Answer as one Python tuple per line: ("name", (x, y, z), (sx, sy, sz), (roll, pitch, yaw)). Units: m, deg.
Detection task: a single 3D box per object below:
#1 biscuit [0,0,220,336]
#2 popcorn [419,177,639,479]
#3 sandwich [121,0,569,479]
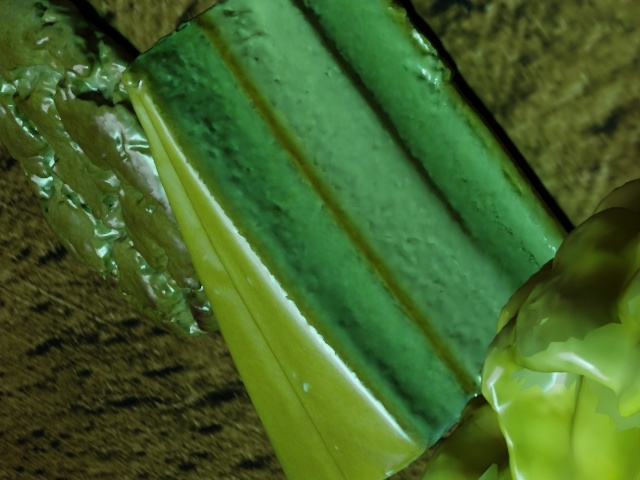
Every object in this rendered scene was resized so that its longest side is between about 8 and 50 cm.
("biscuit", (-0.119, -0.038, 1.009), (0.226, 0.042, 0.226), (42, 156, 23))
("popcorn", (0.136, 0.088, 0.513), (0.250, 0.190, 0.250), (40, 139, 46))
("sandwich", (0.000, 0.000, 0.735), (0.187, 0.117, 0.144), (52, 154, -2))
